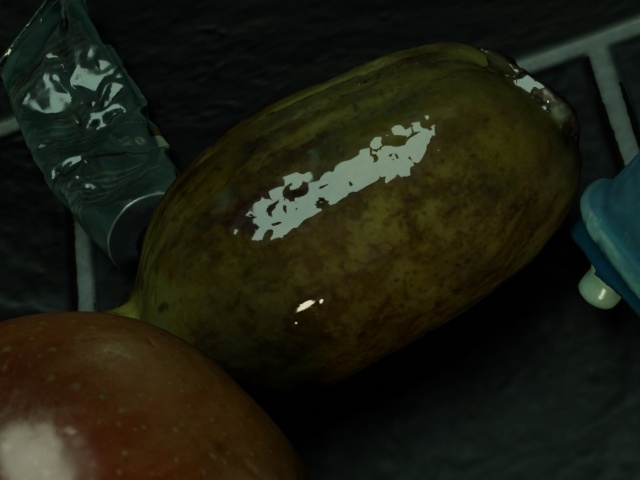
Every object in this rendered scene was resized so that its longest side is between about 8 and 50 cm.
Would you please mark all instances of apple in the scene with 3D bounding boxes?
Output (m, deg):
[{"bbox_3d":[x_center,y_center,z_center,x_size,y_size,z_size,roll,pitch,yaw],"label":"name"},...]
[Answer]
[{"bbox_3d":[-0.093,0.123,0.767,0.162,0.201,0.201,-27,40,-32],"label":"apple"}]

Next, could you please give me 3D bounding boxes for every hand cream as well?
[{"bbox_3d":[-0.129,-0.064,1.026,0.075,0.052,0.248,-32,46,-2],"label":"hand cream"}]

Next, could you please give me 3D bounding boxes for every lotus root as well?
[{"bbox_3d":[0.000,0.000,0.852,0.260,0.128,0.145,-32,12,5],"label":"lotus root"}]

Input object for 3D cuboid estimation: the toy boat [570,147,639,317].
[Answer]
[{"bbox_3d":[0.169,0.039,0.776,0.109,0.098,0.238,7,31,-23],"label":"toy boat"}]
